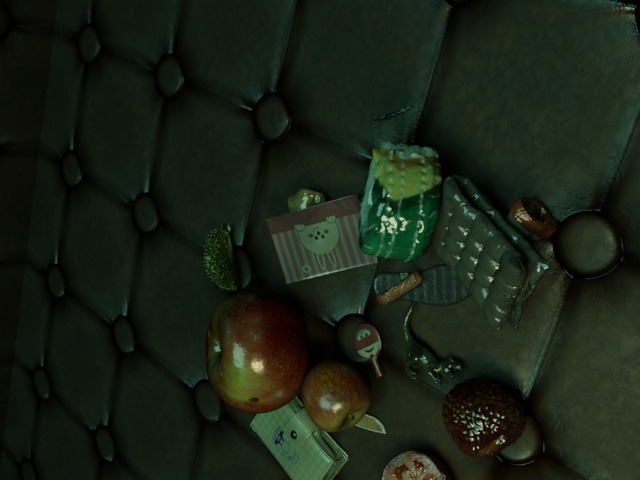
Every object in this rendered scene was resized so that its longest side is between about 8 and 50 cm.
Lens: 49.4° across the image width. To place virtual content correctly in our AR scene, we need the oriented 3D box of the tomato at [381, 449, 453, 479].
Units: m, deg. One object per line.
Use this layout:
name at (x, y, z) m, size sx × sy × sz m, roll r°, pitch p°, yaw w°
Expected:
tomato at (0.268, 0.651, 1.823) m, size 0.224 × 0.085 × 0.225 m, roll 4°, pitch 96°, yaw 42°

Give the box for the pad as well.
pad at (0.000, 0.000, 1.951) m, size 0.299 × 0.005 × 0.202 m, roll -14°, pitch 98°, yaw 27°

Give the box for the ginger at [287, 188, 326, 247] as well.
ginger at (-0.044, -0.043, 2.004) m, size 0.137 × 0.074 × 0.214 m, roll 17°, pitch 102°, yaw 42°

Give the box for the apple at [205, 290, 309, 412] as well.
apple at (-0.179, 0.318, 1.998) m, size 0.348 × 0.276 × 0.349 m, roll -175°, pitch 90°, yaw -66°

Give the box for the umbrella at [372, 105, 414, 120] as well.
umbrella at (0.191, -0.330, 1.816) m, size 0.122 × 0.022 × 0.013 m, roll -12°, pitch 62°, yaw 29°

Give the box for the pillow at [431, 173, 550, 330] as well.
pillow at (0.369, 0.024, 1.585) m, size 0.228 × 0.101 × 0.326 m, roll 98°, pitch 150°, yaw -46°

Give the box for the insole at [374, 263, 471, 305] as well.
insole at (0.268, 0.115, 1.808) m, size 0.309 × 0.012 × 0.110 m, roll -2°, pitch 95°, yaw 39°

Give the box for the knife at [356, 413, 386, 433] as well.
knife at (0.082, 0.497, 1.996) m, size 0.256 × 0.022 × 0.046 m, roll 16°, pitch 98°, yaw 32°

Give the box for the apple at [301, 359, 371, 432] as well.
apple at (0.040, 0.425, 1.916) m, size 0.174 × 0.188 × 0.188 m, roll 48°, pitch 122°, yaw 36°

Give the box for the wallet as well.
wallet at (-0.074, 0.611, 2.111) m, size 0.309 × 0.077 × 0.223 m, roll 46°, pitch 125°, yaw 27°

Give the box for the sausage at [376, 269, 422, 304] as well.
sausage at (0.205, 0.127, 1.830) m, size 0.036 × 0.042 × 0.158 m, roll 41°, pitch 130°, yaw -16°

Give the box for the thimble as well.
thimble at (0.188, -0.096, 1.686) m, size 0.167 × 0.254 × 0.288 m, roll 7°, pitch 110°, yaw -4°

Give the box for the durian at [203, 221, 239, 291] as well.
durian at (-0.335, 0.057, 2.242) m, size 0.137 × 0.095 × 0.221 m, roll -9°, pitch 84°, yaw 39°

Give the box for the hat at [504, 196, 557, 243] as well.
hat at (0.449, -0.021, 1.598) m, size 0.112 × 0.094 × 0.162 m, roll 33°, pitch 130°, yaw -8°

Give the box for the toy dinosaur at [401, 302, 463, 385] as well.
toy dinosaur at (0.289, 0.279, 1.805) m, size 0.187 × 0.087 × 0.179 m, roll 18°, pitch 73°, yaw 20°

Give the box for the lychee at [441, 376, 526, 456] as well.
lychee at (0.381, 0.412, 1.652) m, size 0.188 × 0.188 × 0.188 m, roll 5°, pitch 99°, yaw 39°

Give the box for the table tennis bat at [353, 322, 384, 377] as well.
table tennis bat at (0.140, 0.305, 1.932) m, size 0.098 × 0.019 × 0.155 m, roll -32°, pitch 72°, yaw 37°
